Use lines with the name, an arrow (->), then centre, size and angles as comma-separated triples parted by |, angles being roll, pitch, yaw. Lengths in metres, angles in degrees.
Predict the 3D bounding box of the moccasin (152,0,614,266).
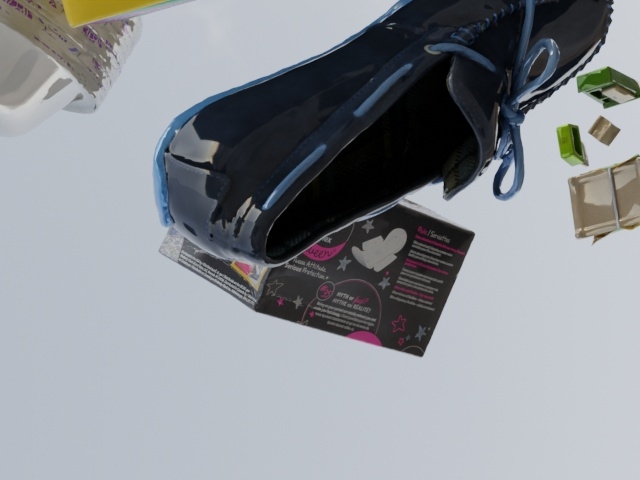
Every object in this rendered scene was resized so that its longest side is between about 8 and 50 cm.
moccasin -> 0.064, -0.067, 0.856 | 0.342, 0.117, 0.137 | -32, -45, -22

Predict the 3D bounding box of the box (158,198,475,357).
box -> 0.000, 0.000, 1.345 | 0.247, 0.163, 0.142 | 20, -84, -46

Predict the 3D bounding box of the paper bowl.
paper bowl -> -0.308, -0.194, 1.195 | 0.284, 0.284, 0.148 | 36, -102, -35

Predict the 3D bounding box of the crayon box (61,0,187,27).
crayon box -> -0.045, -0.348, 0.991 | 0.106, 0.363, 0.313 | -38, -65, -68

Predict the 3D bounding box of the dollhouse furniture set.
dollhouse furniture set -> 0.254, -0.069, 1.206 | 0.058, 0.076, 0.151 | 17, -118, -50
